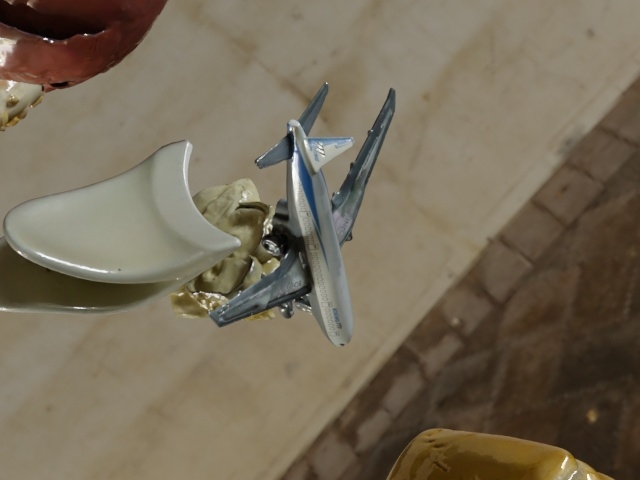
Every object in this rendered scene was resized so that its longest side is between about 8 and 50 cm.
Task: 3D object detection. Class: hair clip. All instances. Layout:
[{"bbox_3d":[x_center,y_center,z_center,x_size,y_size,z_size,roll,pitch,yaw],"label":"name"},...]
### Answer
[{"bbox_3d":[-0.256,0.003,1.566,0.172,0.282,0.113,61,151,30],"label":"hair clip"}]

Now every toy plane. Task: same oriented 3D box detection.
[{"bbox_3d":[-0.003,-0.002,0.910,0.226,0.058,0.226,-52,-23,-32],"label":"toy plane"}]

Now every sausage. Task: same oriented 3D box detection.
[{"bbox_3d":[-0.157,-0.230,0.923,0.279,0.152,0.152,-65,22,-8],"label":"sausage"}]

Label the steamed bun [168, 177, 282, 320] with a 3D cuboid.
[{"bbox_3d":[-0.104,0.018,1.642,0.178,0.106,0.192,2,56,38],"label":"steamed bun"}]

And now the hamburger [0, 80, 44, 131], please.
[{"bbox_3d":[-0.429,-0.224,1.321,0.330,0.250,0.330,-5,36,3],"label":"hamburger"}]

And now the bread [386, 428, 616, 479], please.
[{"bbox_3d":[0.104,0.183,0.852,0.116,0.077,0.200,-59,20,-15],"label":"bread"}]
